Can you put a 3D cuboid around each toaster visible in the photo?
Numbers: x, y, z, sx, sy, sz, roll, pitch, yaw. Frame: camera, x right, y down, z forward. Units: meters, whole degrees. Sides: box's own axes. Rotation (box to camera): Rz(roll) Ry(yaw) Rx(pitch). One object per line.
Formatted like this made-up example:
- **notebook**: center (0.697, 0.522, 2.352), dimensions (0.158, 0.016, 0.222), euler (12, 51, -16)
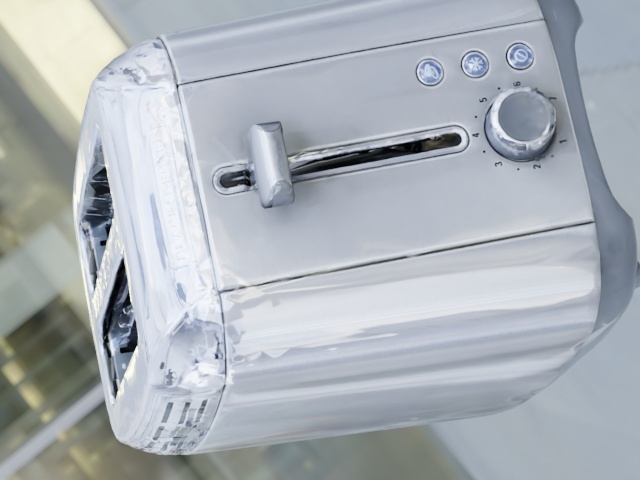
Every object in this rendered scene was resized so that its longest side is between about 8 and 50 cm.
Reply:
- **toaster**: center (0.000, 0.000, 0.655), dimensions (0.227, 0.146, 0.129), euler (126, 135, -73)
